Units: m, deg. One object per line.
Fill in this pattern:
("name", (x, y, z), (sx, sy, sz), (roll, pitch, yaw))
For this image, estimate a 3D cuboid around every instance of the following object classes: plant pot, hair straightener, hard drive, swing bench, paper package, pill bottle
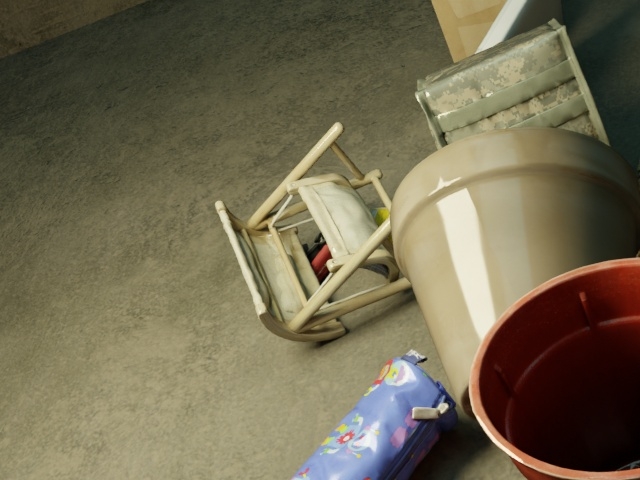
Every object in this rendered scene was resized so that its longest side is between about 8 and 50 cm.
("plant pot", (0.250, 0.068, 1.179), (0.323, 0.323, 0.280), (-14, 50, 19))
("plant pot", (0.315, 0.203, 0.938), (0.273, 0.265, 0.272), (-18, 34, 13))
("hair straightener", (0.000, 0.000, 1.650), (0.089, 0.047, 0.230), (5, 50, 41))
("hard drive", (0.350, -0.307, 1.668), (0.047, 0.233, 0.353), (8, 45, 29))
("swing bench", (0.002, 0.000, 1.491), (0.255, 0.165, 0.253), (-34, 47, 10))
("paper package", (0.338, -0.523, 1.899), (0.168, 0.324, 0.309), (-7, 38, 29))
("pill bottle", (0.102, -0.023, 1.599), (0.116, 0.065, 0.065), (-1, 40, 34))

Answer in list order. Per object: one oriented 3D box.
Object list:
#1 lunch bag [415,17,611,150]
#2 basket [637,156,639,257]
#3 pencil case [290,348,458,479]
("lunch bag", (0.299, -0.147, 1.434), (0.235, 0.287, 0.169), (-22, 15, 14))
("basket", (0.587, -0.108, 1.352), (0.214, 0.223, 0.299), (17, 43, 4))
("pencil case", (0.050, 0.277, 1.155), (0.306, 0.119, 0.133), (-46, 15, -27))
